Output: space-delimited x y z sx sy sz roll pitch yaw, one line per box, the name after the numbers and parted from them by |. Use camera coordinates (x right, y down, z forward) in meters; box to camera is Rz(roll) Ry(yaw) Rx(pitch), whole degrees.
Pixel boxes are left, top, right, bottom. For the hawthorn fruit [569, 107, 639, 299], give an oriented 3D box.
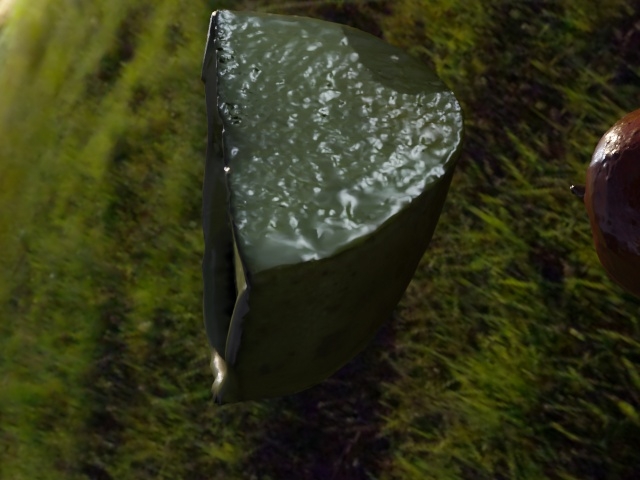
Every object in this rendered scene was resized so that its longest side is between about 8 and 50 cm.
0.440 -0.047 1.113 0.299 0.275 0.275 8 68 33 | hawthorn fruit

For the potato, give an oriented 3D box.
0.000 0.000 0.850 0.280 0.212 0.330 103 163 -45 | potato
